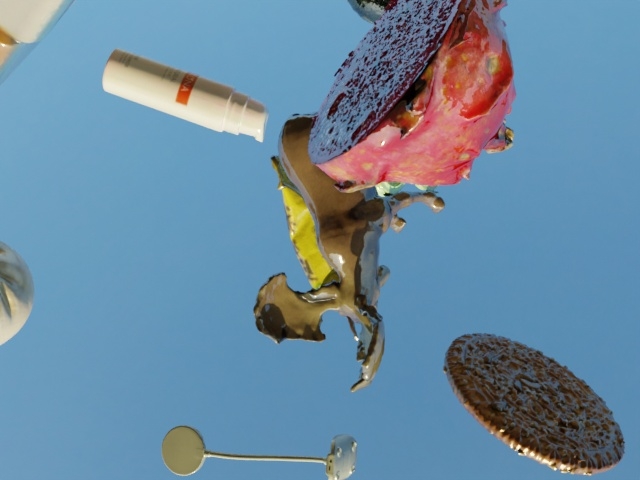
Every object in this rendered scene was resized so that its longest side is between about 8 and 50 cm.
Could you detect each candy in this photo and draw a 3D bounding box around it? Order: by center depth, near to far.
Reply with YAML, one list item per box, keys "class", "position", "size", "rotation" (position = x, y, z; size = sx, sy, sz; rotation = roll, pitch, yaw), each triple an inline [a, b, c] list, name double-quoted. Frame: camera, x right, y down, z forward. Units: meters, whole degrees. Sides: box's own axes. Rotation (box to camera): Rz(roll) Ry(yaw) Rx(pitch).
- class: "candy"
  position: [0.000, 0.000, 1.183]
  size: [0.081, 0.187, 0.297]
  rotation: [-21, -83, 6]

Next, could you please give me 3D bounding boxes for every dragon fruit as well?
- class: "dragon fruit"
  position: [0.076, -0.079, 0.459]
  size: [0.111, 0.153, 0.153]
  rotation: [29, -109, -19]

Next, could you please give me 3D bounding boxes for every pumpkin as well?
- class: "pumpkin"
  position: [0.139, -0.539, 1.601]
  size: [0.146, 0.190, 0.190]
  rotation: [-24, -130, 52]

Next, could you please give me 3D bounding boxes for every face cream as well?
- class: "face cream"
  position: [-0.273, -0.300, 1.588]
  size: [0.345, 0.102, 0.102]
  rotation: [18, -110, -2]

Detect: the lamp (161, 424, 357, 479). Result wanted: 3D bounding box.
- class: "lamp"
  position: [-0.065, 0.215, 0.770]
  size: [0.198, 0.056, 0.050]
  rotation: [0, -92, 18]

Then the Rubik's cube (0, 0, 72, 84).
- class: "Rubik's cube"
  position: [-0.218, -0.358, 0.469]
  size: [0.344, 0.346, 0.347]
  rotation: [-21, -143, 49]

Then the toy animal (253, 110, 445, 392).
- class: "toy animal"
  position: [0.018, -0.002, 0.616]
  size: [0.094, 0.186, 0.214]
  rotation: [-23, -86, 45]

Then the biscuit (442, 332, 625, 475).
- class: "biscuit"
  position: [0.333, 0.241, 1.181]
  size: [0.305, 0.305, 0.038]
  rotation: [38, -62, 27]

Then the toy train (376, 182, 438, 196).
- class: "toy train"
  position: [0.126, -0.177, 1.453]
  size: [0.159, 0.272, 0.188]
  rotation: [3, -81, 49]

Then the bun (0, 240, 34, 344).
- class: "bun"
  position: [-0.487, 0.073, 1.060]
  size: [0.120, 0.173, 0.173]
  rotation: [-12, -129, 60]
